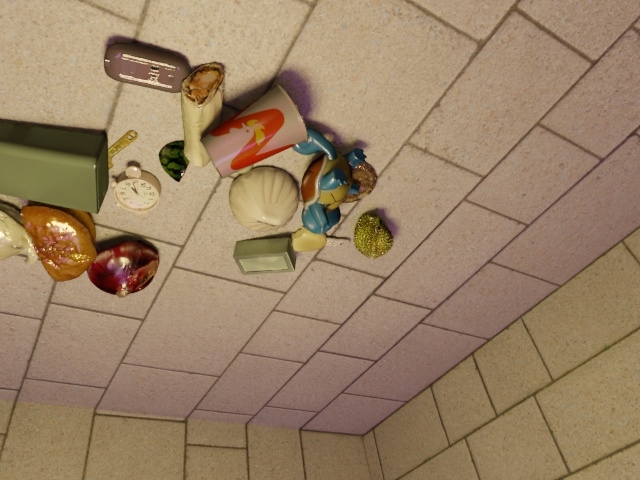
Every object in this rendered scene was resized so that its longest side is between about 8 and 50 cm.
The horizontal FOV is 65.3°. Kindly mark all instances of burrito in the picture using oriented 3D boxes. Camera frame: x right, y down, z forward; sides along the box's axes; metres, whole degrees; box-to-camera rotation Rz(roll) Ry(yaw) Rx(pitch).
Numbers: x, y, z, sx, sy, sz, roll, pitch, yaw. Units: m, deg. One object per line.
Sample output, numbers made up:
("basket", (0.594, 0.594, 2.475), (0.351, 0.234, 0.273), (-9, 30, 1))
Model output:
("burrito", (-0.361, -0.379, 1.525), (0.105, 0.143, 0.299), (28, 136, 11))

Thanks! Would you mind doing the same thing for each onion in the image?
("onion", (-0.745, 0.127, 1.915), (0.271, 0.195, 0.272), (-19, 154, -10))

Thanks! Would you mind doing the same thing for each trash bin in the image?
("trash bin", (-0.853, -0.233, 1.553), (0.343, 0.158, 0.223), (10, 134, -12))

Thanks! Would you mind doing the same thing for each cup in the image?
("cup", (-0.205, -0.315, 1.507), (0.288, 0.203, 0.203), (-31, 137, -8))

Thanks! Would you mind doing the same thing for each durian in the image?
("durian", (0.204, -0.021, 2.016), (0.159, 0.146, 0.198), (-26, 120, 15))

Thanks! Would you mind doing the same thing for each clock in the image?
("clock", (-0.636, -0.172, 1.734), (0.155, 0.063, 0.229), (0, 134, -8))

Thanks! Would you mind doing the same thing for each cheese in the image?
("cheese", (0.000, 0.000, 2.059), (0.255, 0.050, 0.127), (4, 135, -17))

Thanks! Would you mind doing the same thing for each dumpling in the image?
("dumpling", (-1.129, -0.035, 1.733), (0.318, 0.187, 0.242), (34, 161, -28))

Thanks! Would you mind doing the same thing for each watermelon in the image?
("watermelon", (-0.459, -0.271, 1.667), (0.135, 0.125, 0.094), (-37, 165, 1))

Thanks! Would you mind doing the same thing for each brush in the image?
("brush", (-0.677, -0.291, 1.632), (0.218, 0.010, 0.082), (-30, 134, 19))

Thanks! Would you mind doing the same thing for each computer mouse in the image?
("computer mouse", (-0.492, -0.491, 1.426), (0.232, 0.057, 0.120), (6, 134, -23))

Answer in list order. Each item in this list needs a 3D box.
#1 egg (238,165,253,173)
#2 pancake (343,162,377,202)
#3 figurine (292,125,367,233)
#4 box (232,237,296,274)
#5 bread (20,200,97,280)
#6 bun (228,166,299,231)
("egg", (-0.267, -0.288, 1.647), (0.114, 0.114, 0.152), (-9, 141, -2))
("pancake", (0.119, -0.217, 1.874), (0.199, 0.021, 0.199), (-6, 137, -6))
("figurine", (0.024, -0.193, 1.720), (0.242, 0.298, 0.417), (6, 129, 19))
("box", (-0.222, 0.068, 2.020), (0.224, 0.086, 0.130), (-5, 139, 12))
("bread", (-0.881, -0.017, 1.742), (0.178, 0.194, 0.340), (-11, 129, -10))
("bun", (-0.192, -0.117, 1.786), (0.262, 0.175, 0.263), (-8, 131, -9))
